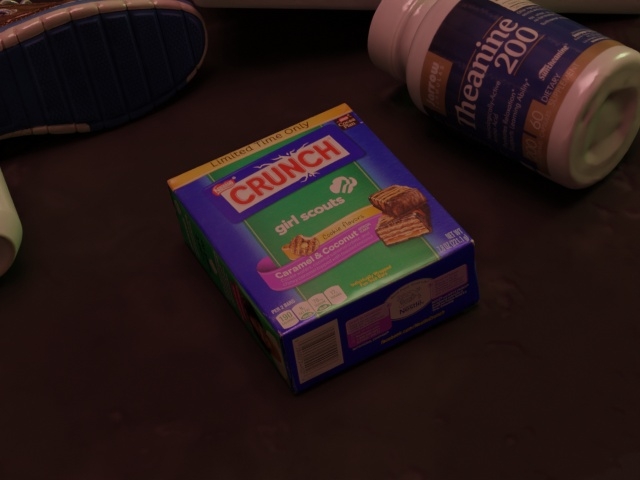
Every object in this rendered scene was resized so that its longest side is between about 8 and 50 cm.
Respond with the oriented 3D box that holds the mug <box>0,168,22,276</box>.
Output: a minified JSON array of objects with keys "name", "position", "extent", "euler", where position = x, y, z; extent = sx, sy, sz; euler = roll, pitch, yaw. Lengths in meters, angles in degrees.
[{"name":"mug","position":[-0.164,-0.006,0.706],"extent":[0.062,0.078,0.064],"euler":[-2,44,-43]}]

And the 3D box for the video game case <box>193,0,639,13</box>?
[{"name":"video game case","position":[0.040,-0.189,0.842],"extent":[0.227,0.026,0.206],"euler":[0,44,-10]}]

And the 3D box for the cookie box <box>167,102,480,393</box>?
[{"name":"cookie box","position":[0.000,0.000,0.679],"extent":[0.092,0.040,0.107],"euler":[-26,47,-16]}]

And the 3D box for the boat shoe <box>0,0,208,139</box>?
[{"name":"boat shoe","position":[-0.146,-0.087,0.767],"extent":[0.183,0.066,0.066],"euler":[-16,37,-14]}]

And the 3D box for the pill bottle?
[{"name":"pill bottle","position":[0.081,-0.076,0.725],"extent":[0.120,0.067,0.067],"euler":[31,56,32]}]
